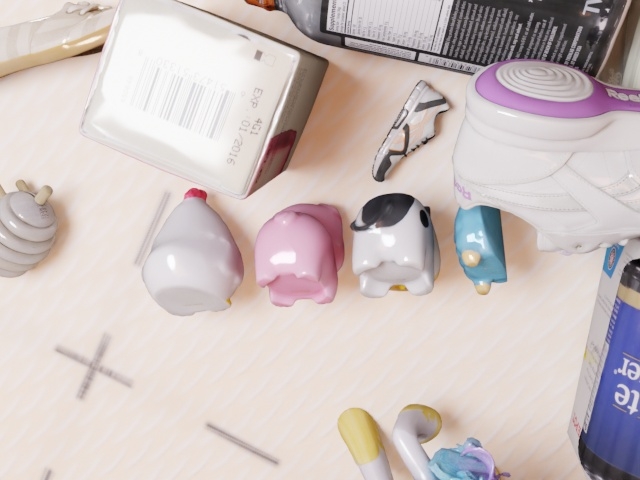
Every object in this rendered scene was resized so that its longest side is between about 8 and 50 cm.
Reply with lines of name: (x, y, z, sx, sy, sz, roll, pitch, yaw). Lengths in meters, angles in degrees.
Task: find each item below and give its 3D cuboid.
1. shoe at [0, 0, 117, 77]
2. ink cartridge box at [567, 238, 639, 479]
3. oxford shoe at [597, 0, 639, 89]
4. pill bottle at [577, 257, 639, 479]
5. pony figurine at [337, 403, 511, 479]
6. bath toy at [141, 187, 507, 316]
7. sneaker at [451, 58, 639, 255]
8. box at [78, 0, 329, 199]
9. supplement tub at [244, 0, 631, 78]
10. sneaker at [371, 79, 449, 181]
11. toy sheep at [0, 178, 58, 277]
shoe: (-0.269, -0.204, 0.859, 0.219, 0.076, 0.058, -14, 103, 10)
ink cartridge box: (0.343, 0.118, 0.800, 0.168, 0.171, 0.233, 10, 102, 6)
oxford shoe: (0.352, -0.284, 0.749, 0.169, 0.130, 0.449, 13, 105, -12)
pill bottle: (0.268, 0.132, 0.662, 0.122, 0.123, 0.219, 11, 101, 4)
pony figurine: (0.126, 0.317, 0.759, 0.303, 0.363, 0.351, -36, 94, 10)
bath toy: (0.000, 0.000, 0.843, 0.348, 0.151, 0.129, -4, 62, 10)
sneaker: (0.255, -0.052, 0.707, 0.305, 0.114, 0.152, 14, 130, 2)
box: (-0.091, -0.131, 0.773, 0.148, 0.232, 0.127, 22, 101, 2)
supplement tub: (0.100, -0.250, 0.754, 0.316, 0.193, 0.194, 14, 101, 4)
sneaker: (0.088, -0.102, 0.858, 0.043, 0.040, 0.109, 31, 102, -2)
toy sheep: (-0.315, -0.012, 0.893, 0.091, 0.091, 0.132, 42, 120, -2)
